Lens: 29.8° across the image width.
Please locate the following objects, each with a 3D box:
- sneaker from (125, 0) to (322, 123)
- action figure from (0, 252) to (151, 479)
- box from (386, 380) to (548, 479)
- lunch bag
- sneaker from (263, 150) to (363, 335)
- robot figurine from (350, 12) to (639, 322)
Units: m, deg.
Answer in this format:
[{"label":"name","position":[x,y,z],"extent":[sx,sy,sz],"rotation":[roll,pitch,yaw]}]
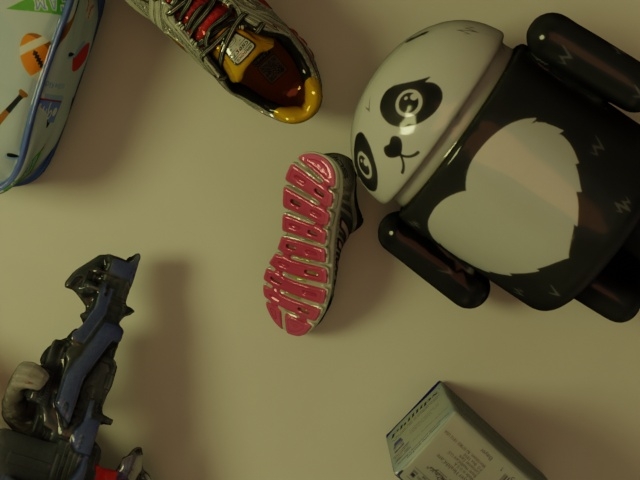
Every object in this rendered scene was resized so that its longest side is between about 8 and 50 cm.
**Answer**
[{"label":"sneaker","position":[-0.076,-0.176,0.949],"extent":[0.225,0.092,0.088],"rotation":[37,101,-26]},{"label":"action figure","position":[-0.272,0.156,1.000],"extent":[0.330,0.178,0.341],"rotation":[26,70,-9]},{"label":"box","position":[0.125,0.191,0.985],"extent":[0.126,0.137,0.072],"rotation":[43,93,-2]},{"label":"lunch bag","position":[-0.346,-0.173,0.977],"extent":[0.303,0.115,0.243],"rotation":[21,103,0]},{"label":"sneaker","position":[0.000,0.000,1.014],"extent":[0.063,0.075,0.170],"rotation":[20,115,24]},{"label":"robot figurine","position":[0.157,-0.053,0.954],"extent":[0.278,0.173,0.209],"rotation":[35,83,-2]}]
